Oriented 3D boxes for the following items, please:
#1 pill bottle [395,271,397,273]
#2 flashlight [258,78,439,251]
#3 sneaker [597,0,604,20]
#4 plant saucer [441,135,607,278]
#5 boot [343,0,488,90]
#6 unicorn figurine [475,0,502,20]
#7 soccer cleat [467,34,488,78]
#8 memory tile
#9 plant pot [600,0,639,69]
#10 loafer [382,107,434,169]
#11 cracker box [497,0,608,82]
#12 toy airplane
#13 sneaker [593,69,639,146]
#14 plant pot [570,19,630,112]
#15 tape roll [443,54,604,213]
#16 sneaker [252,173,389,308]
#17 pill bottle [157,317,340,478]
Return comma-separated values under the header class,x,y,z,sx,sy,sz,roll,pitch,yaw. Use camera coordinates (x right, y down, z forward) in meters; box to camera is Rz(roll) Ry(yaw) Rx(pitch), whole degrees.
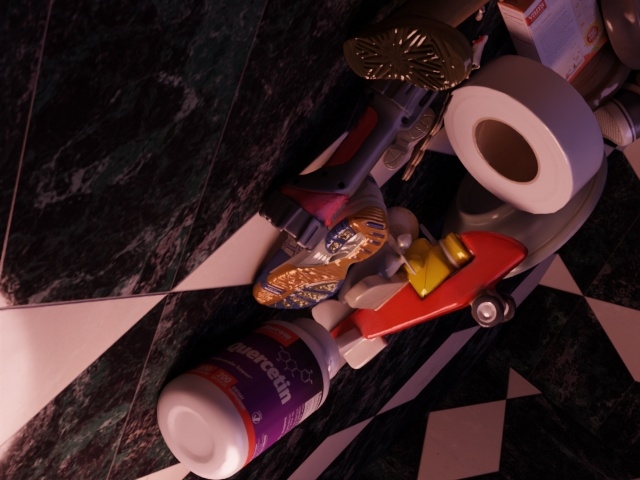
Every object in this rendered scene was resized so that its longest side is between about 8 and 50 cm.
class,x,y,z,sx,sy,sz,roll,pitch,yaw
pill bottle,0.208,0.094,2.393,0.216,0.121,0.121,-31,154,-45
flashlight,0.036,-0.131,1.605,0.103,0.103,0.304,35,89,-38
sneaker,0.587,-0.471,2.245,0.286,0.109,0.130,-57,157,-24
plant saucer,0.391,-0.100,2.254,0.100,0.400,0.400,43,85,-27
boot,0.186,-0.314,1.456,0.269,0.236,0.089,-40,124,-23
unicorn figurine,0.250,-0.388,1.682,0.162,0.060,0.111,-62,166,-20
soccer cleat,0.264,-0.314,1.873,0.083,0.035,0.029,-50,162,-3
memory tile,0.186,-0.180,1.904,0.148,0.012,0.113,-61,-176,41
plant pot,0.683,-0.474,1.947,0.323,0.280,0.323,-4,95,-54
loafer,0.146,-0.174,1.864,0.125,0.045,0.039,-53,-179,0
cracker box,0.410,-0.383,1.918,0.156,0.067,0.232,-47,141,-9
toy airplane,0.152,0.075,2.076,0.384,0.272,0.386,-15,173,-25
sneaker,0.589,-0.273,2.160,0.127,0.126,0.321,-28,-158,3
plant pot,0.471,-0.347,2.107,0.110,0.237,0.237,39,91,-31
tape roll,0.358,-0.185,1.948,0.100,0.286,0.286,-43,160,-23
sneaker,0.000,0.000,1.738,0.112,0.131,0.296,23,134,-35
pill bottle,-0.109,0.251,1.848,0.323,0.181,0.181,-31,154,-46
